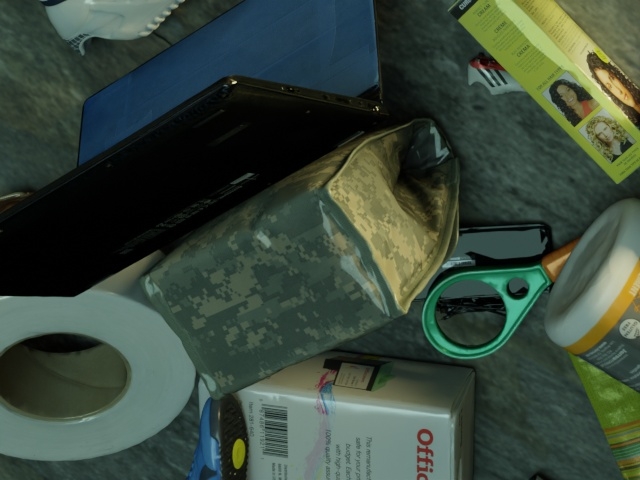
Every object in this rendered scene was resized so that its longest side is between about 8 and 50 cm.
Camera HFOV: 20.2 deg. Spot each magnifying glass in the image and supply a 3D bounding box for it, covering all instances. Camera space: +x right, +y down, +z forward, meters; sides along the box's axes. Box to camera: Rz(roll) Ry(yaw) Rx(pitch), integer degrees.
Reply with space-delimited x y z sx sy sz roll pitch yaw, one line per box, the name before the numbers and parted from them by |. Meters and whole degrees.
magnifying glass | 0.206 0.043 1.803 0.231 0.026 0.092 -30 98 13

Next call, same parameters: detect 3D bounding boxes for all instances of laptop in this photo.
laptop | -0.158 -0.130 1.627 0.382 0.408 0.236 -29 75 25

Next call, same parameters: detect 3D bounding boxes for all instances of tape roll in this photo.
tape roll | -0.275 0.110 1.893 0.286 0.100 0.286 -4 137 -4

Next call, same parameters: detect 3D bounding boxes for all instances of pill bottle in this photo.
pill bottle | 0.367 0.091 1.709 0.278 0.162 0.162 30 117 -7

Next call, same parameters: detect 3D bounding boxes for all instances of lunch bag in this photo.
lunch bag | 0.000 0.000 1.734 0.235 0.287 0.169 -26 103 29

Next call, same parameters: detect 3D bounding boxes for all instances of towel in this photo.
towel | 0.323 0.155 1.837 0.102 0.021 0.237 -21 103 23

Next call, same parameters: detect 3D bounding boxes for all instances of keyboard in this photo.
keyboard | 0.144 0.032 1.841 0.192 0.038 0.100 -3 103 10

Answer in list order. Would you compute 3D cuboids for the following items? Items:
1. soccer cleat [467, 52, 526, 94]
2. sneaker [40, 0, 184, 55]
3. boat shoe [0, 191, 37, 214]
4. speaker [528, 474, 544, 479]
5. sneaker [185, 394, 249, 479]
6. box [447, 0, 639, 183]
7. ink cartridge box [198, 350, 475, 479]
soccer cleat | 0.183 -0.156 1.756 0.083 0.029 0.035 19 124 13
sneaker | -0.172 -0.260 1.806 0.235 0.090 0.094 -14 119 26
boat shoe | -0.411 0.039 1.977 0.324 0.116 0.123 -20 116 18
speaker | 0.266 0.310 1.898 0.136 0.055 0.055 37 117 2
sneaker | -0.118 0.254 1.863 0.082 0.069 0.209 6 113 23
box | 0.229 -0.165 1.705 0.232 0.087 0.058 44 119 -4
ink cartridge box | 0.021 0.230 1.909 0.278 0.117 0.201 6 112 17
